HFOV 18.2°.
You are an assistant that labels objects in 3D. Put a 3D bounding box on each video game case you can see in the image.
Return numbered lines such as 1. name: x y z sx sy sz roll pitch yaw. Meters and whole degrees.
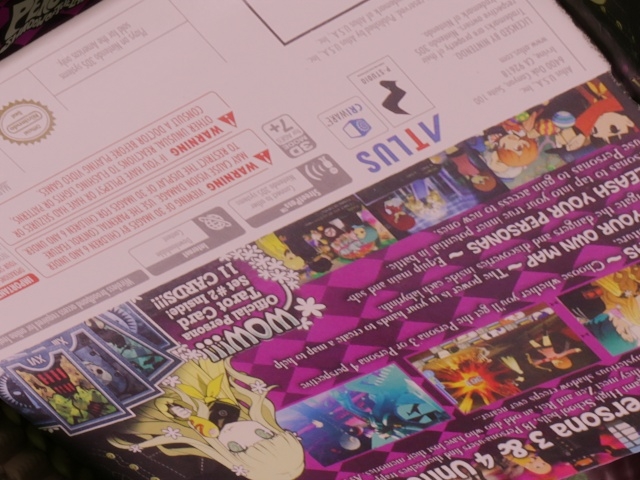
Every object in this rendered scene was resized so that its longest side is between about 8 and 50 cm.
1. video game case: 0.000 0.000 0.556 0.232 0.042 0.210 -26 124 33

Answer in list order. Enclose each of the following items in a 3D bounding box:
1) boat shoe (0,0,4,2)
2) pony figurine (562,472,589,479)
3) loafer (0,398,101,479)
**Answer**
1. boat shoe: 0.028 -0.080 0.581 0.307 0.110 0.104 -3 133 15
2. pony figurine: 0.163 0.270 0.578 0.303 0.351 0.363 12 118 -18
3. loafer: -0.070 0.149 0.633 0.092 0.102 0.268 -37 94 14
